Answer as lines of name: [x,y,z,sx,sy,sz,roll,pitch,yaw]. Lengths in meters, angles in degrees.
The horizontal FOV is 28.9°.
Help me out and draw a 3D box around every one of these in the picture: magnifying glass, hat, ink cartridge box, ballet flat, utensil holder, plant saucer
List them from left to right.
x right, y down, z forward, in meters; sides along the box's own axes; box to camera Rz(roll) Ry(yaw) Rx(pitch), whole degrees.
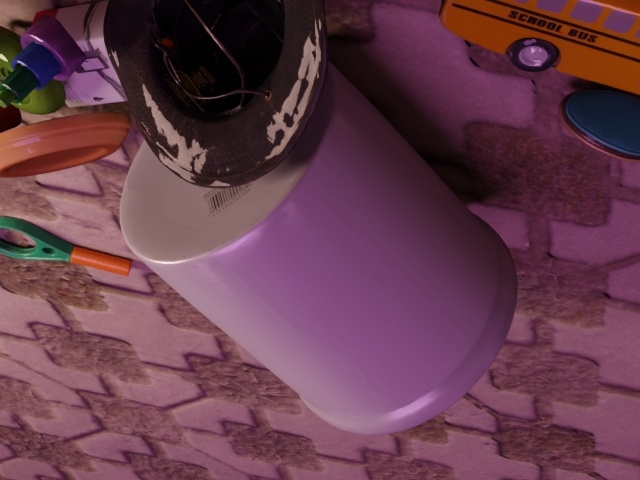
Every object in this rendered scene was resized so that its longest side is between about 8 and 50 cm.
plant saucer: [-0.331,-0.115,1.547,0.200,0.037,0.200,-15,177,-1]
magnifying glass: [-0.403,0.013,1.897,0.231,0.026,0.092,17,148,-6]
ink cartridge box: [-0.248,-0.217,1.437,0.150,0.063,0.109,-4,145,24]
hat: [-0.074,-0.222,1.283,0.331,0.331,0.134,-24,174,43]
utensil holder: [0.000,0.000,1.475,0.328,0.327,0.385,-14,138,34]
ballet flat: [0.376,-0.113,1.407,0.232,0.080,0.073,13,163,-1]

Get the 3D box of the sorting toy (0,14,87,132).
sorting toy: [-0.388,-0.157,1.427,0.127,0.126,0.365,48,153,-19]

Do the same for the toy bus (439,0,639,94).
toy bus: [0.287,-0.227,1.217,0.333,0.108,0.130,15,147,-6]
